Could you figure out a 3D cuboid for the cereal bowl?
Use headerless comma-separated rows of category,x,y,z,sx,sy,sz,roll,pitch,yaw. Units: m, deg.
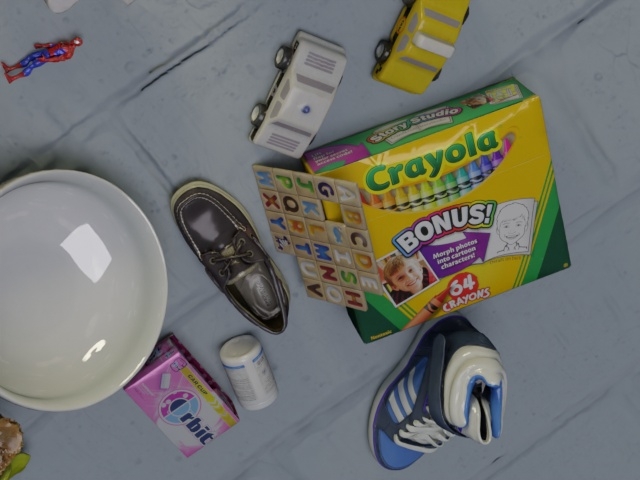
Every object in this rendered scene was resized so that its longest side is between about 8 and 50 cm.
cereal bowl,-0.395,0.070,1.871,0.338,0.141,0.339,1,88,-37

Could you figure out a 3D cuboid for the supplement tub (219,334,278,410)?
supplement tub,-0.115,0.212,2.110,0.071,0.071,0.107,-21,121,-6

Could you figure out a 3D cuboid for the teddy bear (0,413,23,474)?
teddy bear,-0.580,0.214,1.920,0.338,0.113,0.245,28,89,-6

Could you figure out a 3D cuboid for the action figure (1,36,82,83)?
action figure,-0.382,-0.254,1.803,0.115,0.038,0.030,-22,138,-4

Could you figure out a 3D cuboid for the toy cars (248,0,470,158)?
toy cars,0.064,-0.249,1.913,0.393,0.087,0.176,-28,121,-1

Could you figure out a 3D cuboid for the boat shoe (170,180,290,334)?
boat shoe,-0.126,0.031,1.998,0.102,0.092,0.285,-32,121,1

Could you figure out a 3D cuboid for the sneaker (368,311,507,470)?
sneaker,0.196,0.295,2.151,0.130,0.236,0.323,16,111,-24

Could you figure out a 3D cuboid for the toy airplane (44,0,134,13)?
toy airplane,-0.355,-0.419,1.587,0.384,0.272,0.386,-2,117,-17

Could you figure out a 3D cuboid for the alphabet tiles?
alphabet tiles,0.000,0.000,1.981,0.009,0.198,0.237,-42,130,-38

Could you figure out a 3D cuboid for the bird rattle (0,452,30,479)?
bird rattle,-0.585,0.348,2.035,0.253,0.143,0.207,-6,107,0

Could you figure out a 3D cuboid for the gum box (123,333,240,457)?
gum box,-0.228,0.246,2.097,0.107,0.062,0.188,-35,121,3

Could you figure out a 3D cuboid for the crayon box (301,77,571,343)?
crayon box,0.186,-0.045,2.046,0.362,0.106,0.313,-20,121,-6
